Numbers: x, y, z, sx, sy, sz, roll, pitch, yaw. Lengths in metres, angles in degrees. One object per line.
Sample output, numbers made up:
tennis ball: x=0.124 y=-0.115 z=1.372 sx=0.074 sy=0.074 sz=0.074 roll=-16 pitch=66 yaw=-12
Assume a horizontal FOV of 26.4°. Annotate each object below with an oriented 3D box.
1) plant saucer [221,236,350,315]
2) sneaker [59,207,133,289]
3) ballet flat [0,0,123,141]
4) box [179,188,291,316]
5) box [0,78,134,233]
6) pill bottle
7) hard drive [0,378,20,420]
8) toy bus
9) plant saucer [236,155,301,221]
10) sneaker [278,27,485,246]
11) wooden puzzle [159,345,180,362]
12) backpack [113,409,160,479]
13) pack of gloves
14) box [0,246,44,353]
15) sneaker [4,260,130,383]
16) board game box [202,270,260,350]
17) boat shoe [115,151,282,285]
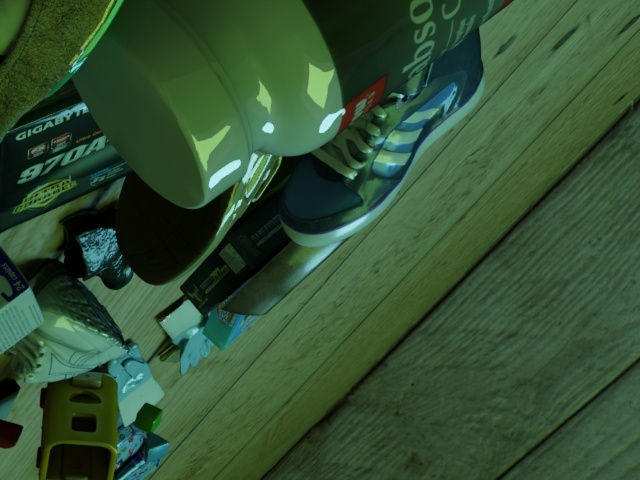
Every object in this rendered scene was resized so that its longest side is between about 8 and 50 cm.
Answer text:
plant saucer: x=0.000 y=0.000 z=1.777 sx=0.310 sy=0.050 sz=0.310 roll=-42 pitch=178 yaw=-1
sneaker: x=-0.248 y=0.016 z=1.501 sx=0.089 sy=0.051 sz=0.170 roll=-33 pitch=161 yaw=-32
ballet flat: x=-0.239 y=-0.124 z=0.935 sx=0.106 sy=0.107 sz=0.316 roll=17 pitch=124 yaw=-43
box: x=-0.076 y=-0.003 z=1.794 sx=0.183 sy=0.059 sz=0.232 roll=-40 pitch=180 yaw=-27
box: x=-0.195 y=-0.104 z=1.180 sx=0.220 sy=0.051 sz=0.175 roll=-27 pitch=163 yaw=-26
pill bottle: x=-0.008 y=-0.195 z=1.062 sx=0.363 sy=0.210 sz=0.210 roll=-39 pitch=168 yaw=-21
hard drive: x=-0.439 y=0.233 z=1.742 sx=0.094 sy=0.022 sz=0.135 roll=-30 pitch=164 yaw=-39
toy bus: x=-0.298 y=0.209 z=1.707 sx=0.191 sy=0.202 sz=0.104 roll=-34 pitch=151 yaw=-44
plant saucer: x=-0.072 y=-0.092 z=1.650 sx=0.188 sy=0.045 sz=0.188 roll=-40 pitch=168 yaw=-2
sneaker: x=0.048 y=-0.164 z=1.532 sx=0.323 sy=0.130 sz=0.236 roll=-44 pitch=147 yaw=-9
wooden puzzle: x=-0.221 y=0.173 z=2.207 sx=0.078 sy=0.014 sz=0.116 roll=-36 pitch=167 yaw=-1
backpack: x=-0.341 y=0.338 z=2.186 sx=0.158 sy=0.117 sz=0.173 roll=-38 pitch=165 yaw=-17
pack of gloves: x=-0.251 y=0.167 z=2.065 sx=0.195 sy=0.046 sz=0.232 roll=-38 pitch=156 yaw=-15
box: x=-0.352 y=0.078 z=1.345 sx=0.137 sy=0.072 sz=0.126 roll=-38 pitch=168 yaw=-15
sneaker: x=-0.300 y=0.113 z=1.559 sx=0.129 sy=0.111 sz=0.297 roll=-34 pitch=166 yaw=-8
board game box: x=-0.089 y=0.055 z=2.028 sx=0.160 sy=0.047 sz=0.210 roll=-44 pitch=168 yaw=-36
boat shoe: x=-0.092 y=-0.083 z=1.362 sx=0.110 sy=0.122 sz=0.341 roll=-23 pitch=158 yaw=-51
